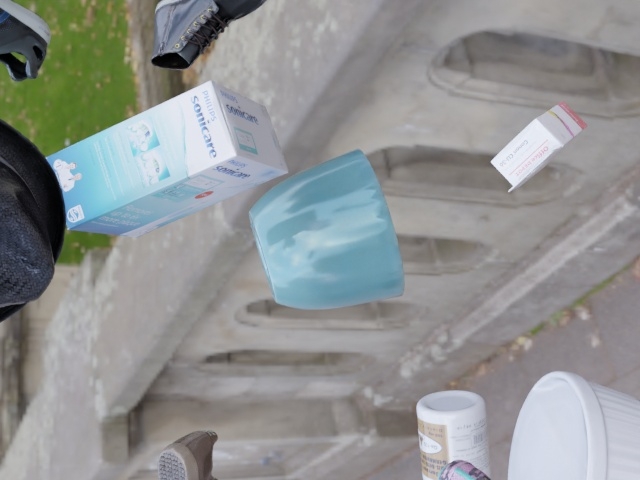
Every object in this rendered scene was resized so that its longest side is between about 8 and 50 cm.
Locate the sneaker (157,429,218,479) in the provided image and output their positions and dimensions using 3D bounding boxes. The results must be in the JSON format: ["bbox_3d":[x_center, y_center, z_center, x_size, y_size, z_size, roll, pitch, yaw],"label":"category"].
[{"bbox_3d":[-0.137,0.296,1.084,0.066,0.071,0.188,22,119,30],"label":"sneaker"}]

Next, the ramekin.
[{"bbox_3d":[0.366,0.321,1.350,0.273,0.127,0.272,-171,90,-81],"label":"ramekin"}]

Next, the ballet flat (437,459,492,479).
[{"bbox_3d":[0.214,0.361,1.215,0.079,0.077,0.221,24,148,55],"label":"ballet flat"}]

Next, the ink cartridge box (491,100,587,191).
[{"bbox_3d":[0.367,-0.160,1.669,0.067,0.198,0.115,48,124,7],"label":"ink cartridge box"}]

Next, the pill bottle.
[{"bbox_3d":[0.256,0.413,1.869,0.131,0.131,0.229,14,112,63],"label":"pill bottle"}]

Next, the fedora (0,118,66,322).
[{"bbox_3d":[-0.436,-0.003,1.171,0.153,0.334,0.333,26,111,47],"label":"fedora"}]

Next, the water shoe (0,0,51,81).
[{"bbox_3d":[-0.382,-0.234,1.068,0.073,0.203,0.080,-3,76,40],"label":"water shoe"}]

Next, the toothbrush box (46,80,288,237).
[{"bbox_3d":[-0.230,-0.117,1.518,0.296,0.216,0.126,-23,80,15],"label":"toothbrush box"}]

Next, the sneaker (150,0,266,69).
[{"bbox_3d":[-0.174,-0.346,1.575,0.222,0.083,0.118,-13,59,30],"label":"sneaker"}]

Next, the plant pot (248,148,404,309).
[{"bbox_3d":[0.000,0.000,1.852,0.293,0.235,0.292,163,90,-83],"label":"plant pot"}]
